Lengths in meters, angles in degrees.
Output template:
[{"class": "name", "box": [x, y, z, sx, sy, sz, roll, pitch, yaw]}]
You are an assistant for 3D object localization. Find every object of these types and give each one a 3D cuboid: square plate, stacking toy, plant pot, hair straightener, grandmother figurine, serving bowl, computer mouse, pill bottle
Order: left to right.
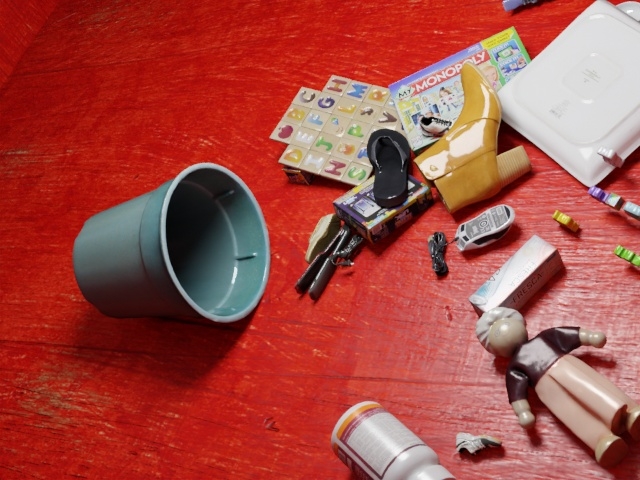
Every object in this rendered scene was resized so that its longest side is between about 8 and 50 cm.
[{"class": "plant pot", "box": [-0.344, 0.028, 2.041, 0.334, 0.341, 0.341, -11, 48, 35]}, {"class": "hair straightener", "box": [0.044, 0.037, 1.980, 0.089, 0.047, 0.230, 24, 64, 37]}, {"class": "pill bottle", "box": [0.126, 0.379, 1.567, 0.121, 0.121, 0.221, -45, 44, -9]}, {"class": "computer mouse", "box": [0.306, -0.005, 1.847, 0.193, 0.042, 0.106, -26, 39, 19]}, {"class": "grandmother figurine", "box": [0.395, 0.221, 1.555, 0.207, 0.104, 0.342, -37, 45, -14]}, {"class": "square plate", "box": [0.560, -0.320, 1.886, 0.344, 0.049, 0.347, -42, 48, 2]}, {"class": "stacking toy", "box": [0.553, -0.063, 1.700, 0.167, 0.052, 0.221, -56, 43, 4]}, {"class": "serving bowl", "box": [0.676, -0.489, 2.038, 0.083, 0.027, 0.083, -18, 46, 19]}]

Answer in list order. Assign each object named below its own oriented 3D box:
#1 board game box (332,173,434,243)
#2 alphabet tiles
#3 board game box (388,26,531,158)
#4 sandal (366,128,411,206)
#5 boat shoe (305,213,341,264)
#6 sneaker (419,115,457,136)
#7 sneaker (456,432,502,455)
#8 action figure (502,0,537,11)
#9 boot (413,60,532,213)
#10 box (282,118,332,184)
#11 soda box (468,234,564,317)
[{"class": "board game box", "box": [0.134, -0.081, 1.988, 0.170, 0.048, 0.141, -33, 40, -16]}, {"class": "alphabet tiles", "box": [0.062, -0.264, 2.184, 0.342, 0.011, 0.285, 18, 64, 26]}, {"class": "board game box", "box": [0.329, -0.333, 2.088, 0.317, 0.046, 0.214, -25, 54, 12]}, {"class": "sandal", "box": [0.151, -0.174, 2.007, 0.097, 0.055, 0.255, -13, 39, 7]}, {"class": "boat shoe", "box": [0.000, 0.000, 2.033, 0.045, 0.050, 0.135, 0, 50, 45]}, {"class": "sneaker", "box": [0.265, -0.250, 2.014, 0.109, 0.044, 0.040, 2, 61, 25]}, {"class": "sneaker", "box": [0.270, 0.350, 1.573, 0.083, 0.032, 0.037, -4, 65, 36]}, {"class": "action figure", "box": [0.565, -0.693, 2.184, 0.341, 0.179, 0.330, -23, 35, 11]}, {"class": "boot", "box": [0.288, -0.218, 1.934, 0.211, 0.104, 0.295, -24, 71, 1]}, {"class": "box", "box": [-0.021, -0.216, 2.223, 0.059, 0.054, 0.169, 11, 59, 38]}, {"class": "soda box", "box": [0.366, 0.077, 1.723, 0.183, 0.058, 0.063, -43, 44, -8]}]
